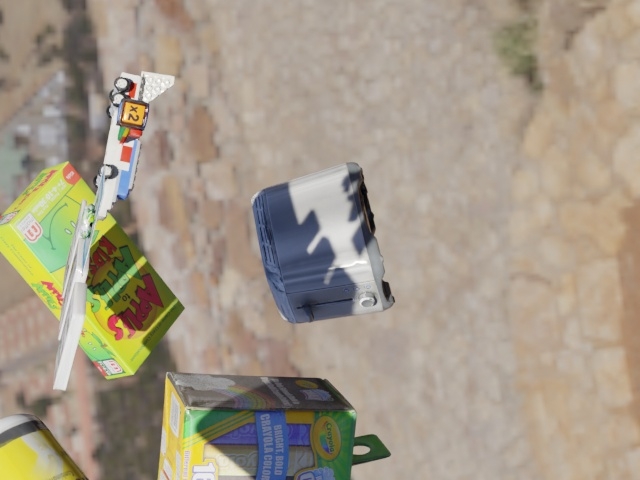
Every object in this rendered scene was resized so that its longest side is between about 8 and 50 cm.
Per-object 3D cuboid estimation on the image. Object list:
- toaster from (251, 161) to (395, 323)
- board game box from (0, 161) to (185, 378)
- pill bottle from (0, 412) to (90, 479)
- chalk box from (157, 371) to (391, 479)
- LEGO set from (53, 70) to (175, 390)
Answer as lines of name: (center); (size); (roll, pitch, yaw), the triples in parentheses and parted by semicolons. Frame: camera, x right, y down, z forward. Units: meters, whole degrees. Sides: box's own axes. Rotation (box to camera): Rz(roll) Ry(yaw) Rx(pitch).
toaster: (0.000, 0.000, 2.069); (0.129, 0.146, 0.227); (73, -176, -53)
board game box: (-0.211, 0.028, 1.498); (0.043, 0.092, 0.181); (-14, 121, 45)
pill bottle: (-0.165, 0.206, 1.026); (0.184, 0.103, 0.103); (48, 137, 14)
chalk box: (-0.042, 0.209, 1.593); (0.132, 0.213, 0.132); (-143, 59, -73)
LEGO set: (-0.165, -0.024, 1.319); (0.182, 0.060, 0.244); (-99, 24, -58)
